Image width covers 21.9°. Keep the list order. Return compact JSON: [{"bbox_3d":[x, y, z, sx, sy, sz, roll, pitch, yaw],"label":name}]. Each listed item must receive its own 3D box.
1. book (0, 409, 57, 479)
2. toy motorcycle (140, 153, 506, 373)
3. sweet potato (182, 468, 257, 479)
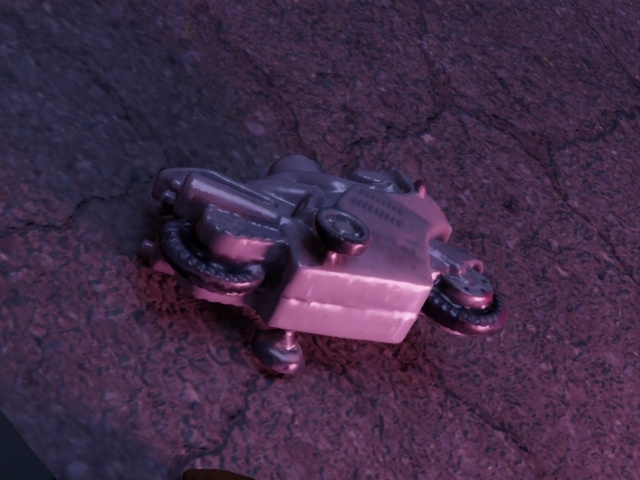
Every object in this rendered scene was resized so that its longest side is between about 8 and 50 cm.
[{"bbox_3d":[-0.293,0.130,0.755,0.264,0.031,0.379,51,36,8],"label":"book"},{"bbox_3d":[0.000,0.000,1.120,0.260,0.110,0.171,10,31,-28],"label":"toy motorcycle"},{"bbox_3d":[0.010,0.255,0.865,0.106,0.095,0.355,-14,52,-4],"label":"sweet potato"}]
